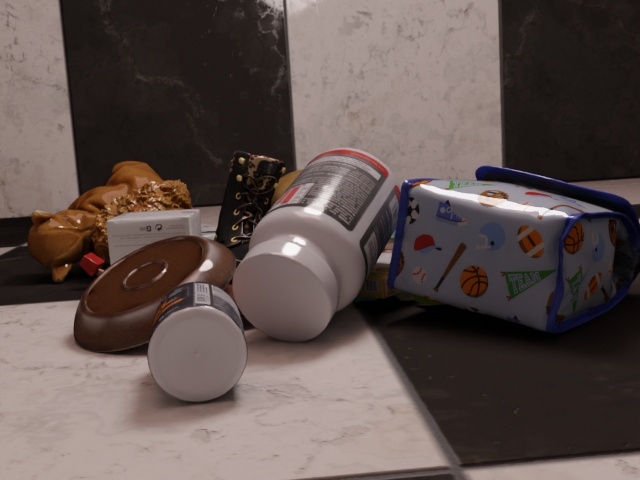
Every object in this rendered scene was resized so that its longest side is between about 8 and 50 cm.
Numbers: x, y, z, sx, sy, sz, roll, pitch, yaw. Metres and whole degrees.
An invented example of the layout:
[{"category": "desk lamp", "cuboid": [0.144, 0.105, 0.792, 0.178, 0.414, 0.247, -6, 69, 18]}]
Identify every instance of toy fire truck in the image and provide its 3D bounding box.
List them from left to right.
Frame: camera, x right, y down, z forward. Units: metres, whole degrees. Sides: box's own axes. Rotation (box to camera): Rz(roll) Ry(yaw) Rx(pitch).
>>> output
[{"category": "toy fire truck", "cuboid": [-0.445, 0.060, 1.848, 0.192, 0.135, 0.047, 36, 10, 0]}]

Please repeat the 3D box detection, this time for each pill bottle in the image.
[{"category": "pill bottle", "cuboid": [-0.175, 0.132, 1.134, 0.131, 0.130, 0.246, -5, 8, -8]}, {"category": "pill bottle", "cuboid": [0.000, 0.000, 1.397, 0.210, 0.210, 0.363, 0, 30, 25]}]

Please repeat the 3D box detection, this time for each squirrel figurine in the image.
[{"category": "squirrel figurine", "cuboid": [-0.539, -0.040, 2.026, 0.397, 0.280, 0.371, 1, 16, 45]}]

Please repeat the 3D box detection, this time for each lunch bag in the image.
[{"category": "lunch bag", "cuboid": [0.363, 0.002, 1.414, 0.328, 0.238, 0.386, 18, 13, 38]}]

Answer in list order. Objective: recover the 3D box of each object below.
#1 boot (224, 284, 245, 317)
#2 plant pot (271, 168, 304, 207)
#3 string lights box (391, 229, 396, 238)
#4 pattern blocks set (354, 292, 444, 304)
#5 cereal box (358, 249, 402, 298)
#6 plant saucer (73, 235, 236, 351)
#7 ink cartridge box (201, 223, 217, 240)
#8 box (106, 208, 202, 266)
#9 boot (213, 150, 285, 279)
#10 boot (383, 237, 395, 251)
[{"category": "boot", "cuboid": [-0.156, 0.095, 1.510, 0.281, 0.096, 0.264, -5, 5, -28]}, {"category": "plant pot", "cuboid": [-0.025, -0.019, 1.909, 0.237, 0.237, 0.254, -3, 24, 0]}, {"category": "string lights box", "cuboid": [0.220, -0.036, 2.110, 0.260, 0.133, 0.077, -7, 8, -27]}, {"category": "pattern blocks set", "cuboid": [0.231, 0.092, 1.597, 0.325, 0.026, 0.285, -1, 8, 13]}, {"category": "cereal box", "cuboid": [0.131, 0.063, 1.577, 0.173, 0.047, 0.240, 4, 11, 43]}, {"category": "plant saucer", "cuboid": [-0.300, 0.077, 1.396, 0.311, 0.050, 0.310, -18, 26, 9]}, {"category": "ink cartridge box", "cuboid": [-0.312, -0.011, 2.422, 0.239, 0.060, 0.275, -8, 10, -23]}, {"category": "box", "cuboid": [-0.351, 0.031, 1.716, 0.181, 0.181, 0.119, -3, 9, 3]}, {"category": "boot", "cuboid": [-0.162, -0.055, 1.820, 0.138, 0.284, 0.377, 13, 5, -12]}, {"category": "boot", "cuboid": [0.197, 0.036, 1.807, 0.219, 0.082, 0.106, -4, 6, -20]}]
